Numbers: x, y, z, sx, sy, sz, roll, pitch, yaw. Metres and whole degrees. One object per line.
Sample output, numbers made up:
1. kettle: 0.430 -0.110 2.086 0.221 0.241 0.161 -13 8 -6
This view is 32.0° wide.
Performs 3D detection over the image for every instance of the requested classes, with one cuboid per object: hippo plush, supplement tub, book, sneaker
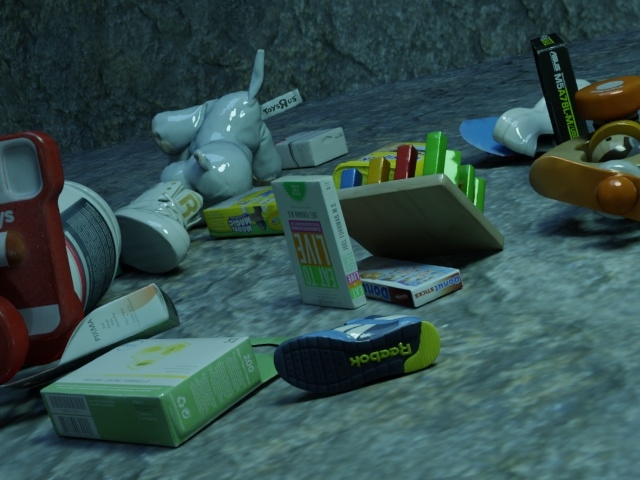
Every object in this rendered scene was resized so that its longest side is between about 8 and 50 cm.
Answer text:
1. hippo plush: -0.157 -0.121 1.928 0.294 0.234 0.237 -26 38 23
2. supplement tub: -0.364 0.030 1.402 0.191 0.191 0.272 -13 12 7
3. book: 0.000 0.000 1.212 0.035 0.144 0.096 -23 14 -30
4. sneaker: 0.030 0.096 0.976 0.144 0.053 0.059 -7 13 -4
5. sneaker: -0.238 -0.035 1.685 0.169 0.108 0.292 -36 20 -27
6. sneaker: 0.368 -0.179 1.730 0.212 0.080 0.094 -29 52 -30

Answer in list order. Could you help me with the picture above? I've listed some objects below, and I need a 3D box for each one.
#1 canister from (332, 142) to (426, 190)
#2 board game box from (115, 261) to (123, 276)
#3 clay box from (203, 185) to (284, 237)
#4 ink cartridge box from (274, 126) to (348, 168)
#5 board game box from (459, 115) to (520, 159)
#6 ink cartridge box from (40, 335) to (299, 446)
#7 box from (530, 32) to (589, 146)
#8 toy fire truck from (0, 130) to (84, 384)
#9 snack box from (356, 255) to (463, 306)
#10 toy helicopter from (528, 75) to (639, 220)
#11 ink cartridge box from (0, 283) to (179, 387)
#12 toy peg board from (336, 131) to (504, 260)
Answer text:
1. canister: 0.109 -0.095 1.648 0.126 0.073 0.170 4 18 27
2. board game box: -0.415 0.065 1.670 0.201 0.035 0.136 -23 14 -31
3. clay box: -0.058 -0.050 1.716 0.222 0.053 0.127 -2 18 42
4. ink cartridge box: -0.026 -0.186 2.264 0.099 0.056 0.135 -25 16 -38
5. board game box: 0.305 -0.156 1.777 0.168 0.033 0.133 -9 33 -17
6. ink cartridge box: -0.120 0.117 1.060 0.171 0.056 0.235 -5 18 41
7. box: 0.329 -0.179 1.506 0.045 0.191 0.184 -15 11 13
8. toy fire truck: -0.399 0.025 1.174 0.302 0.254 0.169 -7 3 14
9. snack box: 0.078 0.042 1.219 0.064 0.022 0.178 -20 13 -26
10. toy helicopter: 0.381 -0.084 1.168 0.355 0.140 0.235 2 23 46
11. ink cartridge box: -0.239 0.101 1.159 0.179 0.045 0.145 -21 -6 -5
12. toy peg board: 0.105 -0.049 1.256 0.160 0.079 0.161 -7 -29 32
